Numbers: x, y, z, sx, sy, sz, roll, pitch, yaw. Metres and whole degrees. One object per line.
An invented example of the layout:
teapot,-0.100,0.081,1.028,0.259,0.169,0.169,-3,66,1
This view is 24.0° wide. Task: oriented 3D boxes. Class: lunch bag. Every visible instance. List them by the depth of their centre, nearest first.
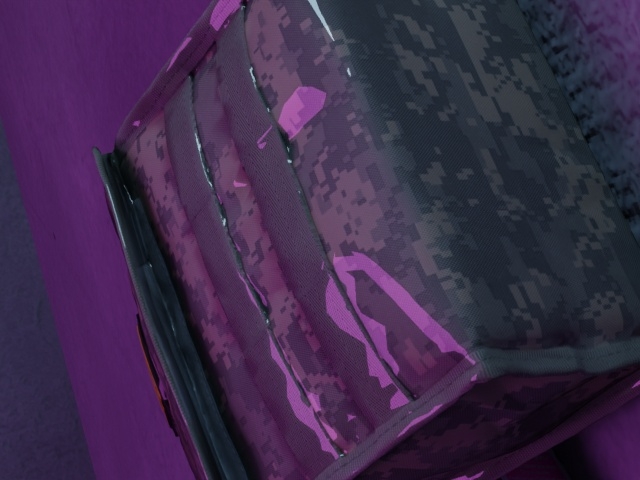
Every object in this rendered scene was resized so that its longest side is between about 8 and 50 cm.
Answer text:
lunch bag,-0.003,0.025,0.745,0.287,0.169,0.235,-45,58,43

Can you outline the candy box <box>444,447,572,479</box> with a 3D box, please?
candy box,0.058,0.164,0.823,0.165,0.070,0.196,-51,49,28
